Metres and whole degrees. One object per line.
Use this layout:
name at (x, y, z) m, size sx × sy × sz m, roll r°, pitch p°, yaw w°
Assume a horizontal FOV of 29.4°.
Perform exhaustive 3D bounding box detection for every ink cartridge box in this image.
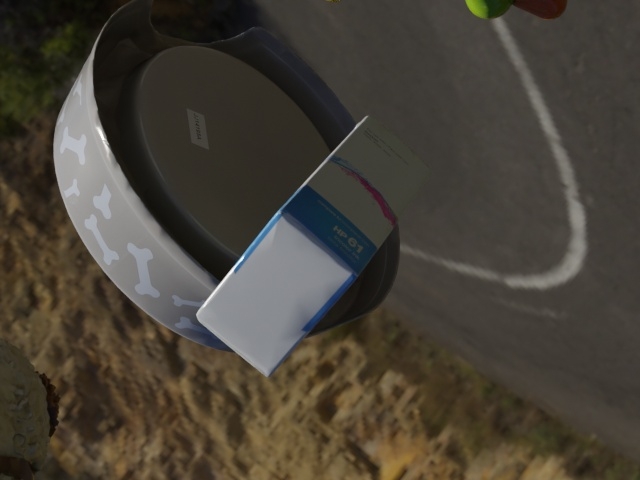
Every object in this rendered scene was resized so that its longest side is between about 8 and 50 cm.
ink cartridge box at (0.000, 0.000, 0.636) m, size 0.052 × 0.088 × 0.122 m, roll 39°, pitch -144°, yaw -1°

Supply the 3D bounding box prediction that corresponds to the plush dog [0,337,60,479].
plush dog at (-0.255, 0.171, 0.846) m, size 0.210 × 0.226 × 0.262 m, roll -5°, pitch 163°, yaw 18°

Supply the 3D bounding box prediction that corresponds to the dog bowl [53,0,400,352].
dog bowl at (-0.086, -0.054, 1.103) m, size 0.348 × 0.102 × 0.349 m, roll 31°, pitch -141°, yaw -29°

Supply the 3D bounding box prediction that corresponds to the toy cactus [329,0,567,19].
toy cactus at (0.072, -0.182, 0.659) m, size 0.218 × 0.112 × 0.180 m, roll 9°, pitch -179°, yaw 6°
